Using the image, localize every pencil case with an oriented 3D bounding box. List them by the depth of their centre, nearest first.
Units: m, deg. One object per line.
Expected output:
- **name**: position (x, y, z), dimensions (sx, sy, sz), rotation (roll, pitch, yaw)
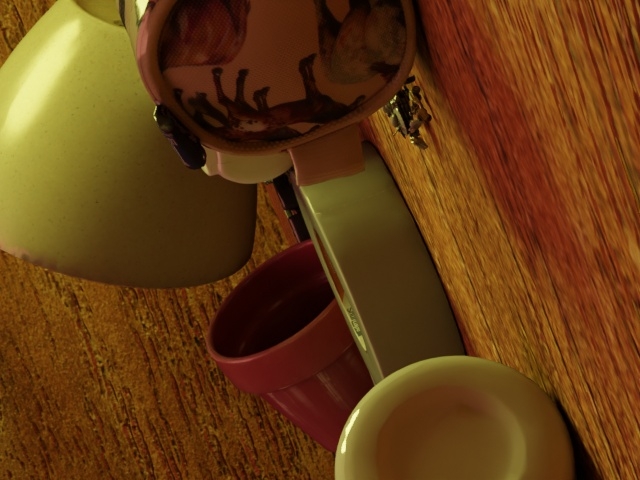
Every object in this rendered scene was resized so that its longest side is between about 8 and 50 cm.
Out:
- **pencil case**: position (-0.078, -0.214, 1.092), dimensions (0.410, 0.160, 0.183), rotation (-117, 20, -46)

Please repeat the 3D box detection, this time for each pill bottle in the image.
- **pill bottle**: position (0.100, 0.196, 1.149), dimensions (0.264, 0.146, 0.146), rotation (73, 173, -56)

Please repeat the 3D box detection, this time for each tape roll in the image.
- **tape roll**: position (0.048, 0.029, 1.484), dimensions (0.219, 0.072, 0.219), rotation (157, 90, -86)

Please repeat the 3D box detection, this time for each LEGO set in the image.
- **LEGO set**: position (0.049, -0.084, 1.106), dimensions (0.083, 0.023, 0.054), rotation (78, 169, -73)

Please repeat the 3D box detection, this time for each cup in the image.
- **cup**: position (-0.204, -0.129, 1.835), dimensions (0.331, 0.331, 0.237), rotation (-119, 40, -59)

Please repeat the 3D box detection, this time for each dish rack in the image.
- **dish rack**: position (0.000, 0.000, 2.106), dimensions (0.271, 0.074, 0.208), rotation (-137, 25, -86)

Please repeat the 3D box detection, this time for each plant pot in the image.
- **plant pot**: position (0.006, 0.123, 1.907), dimensions (0.180, 0.201, 0.201), rotation (54, -178, -23)

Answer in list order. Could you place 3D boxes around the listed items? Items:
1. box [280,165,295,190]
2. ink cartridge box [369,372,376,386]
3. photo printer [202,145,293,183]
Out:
- **box**: position (-0.046, -0.117, 1.920), dimensions (0.059, 0.054, 0.169), rotation (61, 172, -33)
- **ink cartridge box**: position (0.133, 0.243, 1.648), dimensions (0.371, 0.069, 0.175), rotation (-114, 3, -62)
- **photo printer**: position (-0.101, -0.213, 1.557), dimensions (0.307, 0.107, 0.256), rotation (-127, 27, -66)
